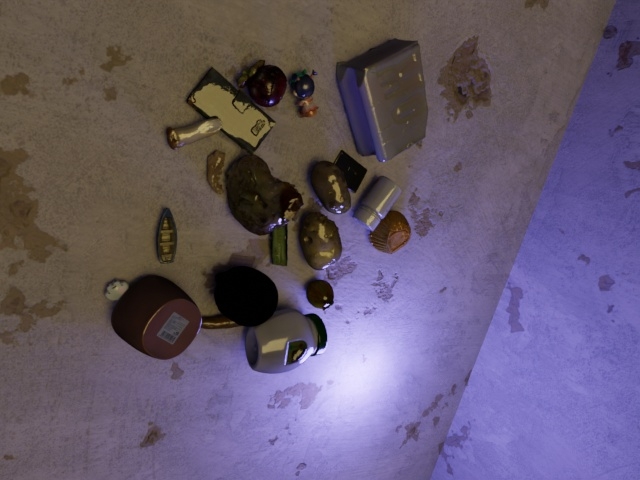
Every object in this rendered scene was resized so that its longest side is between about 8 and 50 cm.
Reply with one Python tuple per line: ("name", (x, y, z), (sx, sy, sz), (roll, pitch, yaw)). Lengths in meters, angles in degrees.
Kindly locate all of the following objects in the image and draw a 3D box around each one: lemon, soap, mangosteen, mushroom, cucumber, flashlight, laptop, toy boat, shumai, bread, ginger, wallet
("lemon", (-0.320, 0.236, 1.914), (0.319, 0.245, 0.245), (37, 87, -29))
("soap", (0.297, -0.622, 1.992), (0.350, 0.212, 0.436), (-31, 124, -20))
("mangosteen", (-0.217, -0.599, 1.702), (0.180, 0.166, 0.166), (33, 89, -11))
("mushroom", (-0.464, -0.402, 1.646), (0.209, 0.071, 0.085), (-21, 113, -11))
("cucumber", (-0.186, 0.014, 2.032), (0.077, 0.062, 0.212), (2, 118, 2))
("flashlight", (-0.763, 0.239, 1.746), (0.093, 0.047, 0.201), (-36, 127, -22))
("laptop", (0.134, -0.326, 2.126), (0.197, 0.016, 0.135), (29, 91, -38))
("toy boat", (-0.602, -0.021, 1.745), (0.080, 0.045, 0.229), (-6, 112, -31))
("shumai", (-0.228, -0.158, 1.788), (0.216, 0.283, 0.347), (-17, 118, -28))
("bread", (0.370, -0.041, 2.321), (0.239, 0.139, 0.240), (-15, 117, -32))
("ginger", (-0.414, -0.270, 1.770), (0.069, 0.051, 0.174), (-2, 115, -27))
("wallet", (-0.334, -0.486, 1.702), (0.317, 0.044, 0.169), (38, 89, -27))

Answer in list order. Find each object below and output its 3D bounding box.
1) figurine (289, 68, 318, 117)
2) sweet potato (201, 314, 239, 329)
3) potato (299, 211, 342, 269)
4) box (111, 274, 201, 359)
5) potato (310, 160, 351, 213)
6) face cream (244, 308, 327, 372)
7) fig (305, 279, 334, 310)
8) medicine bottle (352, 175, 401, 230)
("figurine", (-0.059, -0.602, 1.831), (0.111, 0.102, 0.195), (-33, 123, -22))
("sweet potato", (-0.437, 0.360, 2.000), (0.273, 0.075, 0.076), (-3, 111, -28))
("potato", (0.000, 0.000, 2.095), (0.191, 0.141, 0.297), (-17, 120, -8))
("box", (-0.620, 0.308, 1.727), (0.300, 0.216, 0.302), (-18, 117, -39))
("potato", (0.048, -0.238, 2.014), (0.164, 0.165, 0.263), (-34, 112, -17))
("face cream", (-0.167, 0.475, 2.126), (0.356, 0.219, 0.313), (-5, 110, -35))
("fig", (0.012, 0.265, 2.184), (0.147, 0.186, 0.142), (16, 83, -44))
("medicine bottle", (0.278, -0.180, 2.201), (0.144, 0.144, 0.252), (39, 83, -38))
